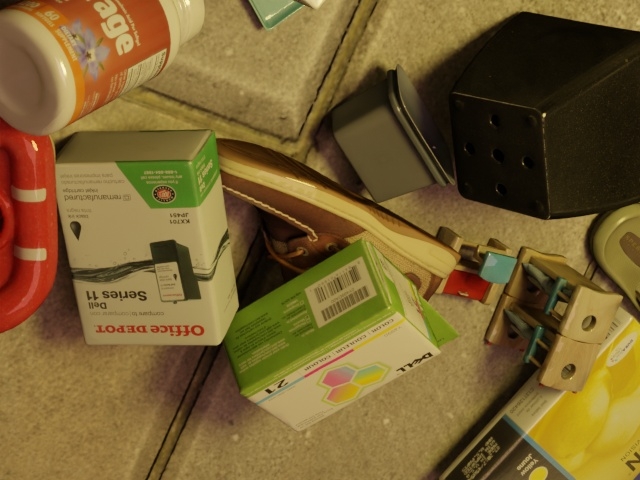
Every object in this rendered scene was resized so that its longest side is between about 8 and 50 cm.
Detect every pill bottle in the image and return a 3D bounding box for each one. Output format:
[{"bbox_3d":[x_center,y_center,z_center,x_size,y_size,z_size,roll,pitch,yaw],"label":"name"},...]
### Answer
[{"bbox_3d":[-0.210,-0.192,1.537,0.216,0.121,0.121,-37,128,-44],"label":"pill bottle"}]

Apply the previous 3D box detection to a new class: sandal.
[{"bbox_3d":[0.446,0.063,2.028,0.302,0.086,0.120,33,94,-33],"label":"sandal"}]

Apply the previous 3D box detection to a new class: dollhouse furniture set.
[{"bbox_3d":[0.221,0.082,1.899,0.183,0.129,0.129,13,105,-31],"label":"dollhouse furniture set"}]

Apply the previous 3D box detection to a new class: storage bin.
[{"bbox_3d":[0.074,-0.112,1.776,0.091,0.098,0.135,-23,124,16],"label":"storage bin"}]

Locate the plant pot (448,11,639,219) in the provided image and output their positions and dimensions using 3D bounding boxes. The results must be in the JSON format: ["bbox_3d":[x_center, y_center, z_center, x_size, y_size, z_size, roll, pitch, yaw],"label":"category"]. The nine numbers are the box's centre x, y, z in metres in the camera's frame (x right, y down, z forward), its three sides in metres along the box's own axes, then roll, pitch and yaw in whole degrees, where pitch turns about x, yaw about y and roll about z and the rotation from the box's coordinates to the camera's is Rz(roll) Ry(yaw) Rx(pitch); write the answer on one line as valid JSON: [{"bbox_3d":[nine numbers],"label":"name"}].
[{"bbox_3d":[0.243,-0.120,1.761,0.167,0.188,0.187,-31,124,-38],"label":"plant pot"}]

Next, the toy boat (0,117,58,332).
[{"bbox_3d":[-0.334,-0.014,1.549,0.151,0.151,0.231,5,112,9],"label":"toy boat"}]

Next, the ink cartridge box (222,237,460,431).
[{"bbox_3d":[0.040,0.128,1.773,0.188,0.097,0.255,-31,143,14],"label":"ink cartridge box"}]

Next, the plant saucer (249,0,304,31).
[{"bbox_3d":[0.004,-0.297,1.698,0.192,0.018,0.067,-37,122,-9],"label":"plant saucer"}]

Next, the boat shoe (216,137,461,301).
[{"bbox_3d":[0.000,0.000,1.765,0.342,0.123,0.123,25,97,-39],"label":"boat shoe"}]

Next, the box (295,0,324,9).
[{"bbox_3d":[-0.021,-0.335,1.564,0.119,0.181,0.182,35,93,-23],"label":"box"}]

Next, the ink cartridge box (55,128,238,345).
[{"bbox_3d":[-0.174,-0.001,1.655,0.153,0.087,0.208,-1,117,13],"label":"ink cartridge box"}]

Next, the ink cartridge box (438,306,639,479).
[{"bbox_3d":[0.339,0.266,2.054,0.304,0.072,0.307,-49,128,0],"label":"ink cartridge box"}]
